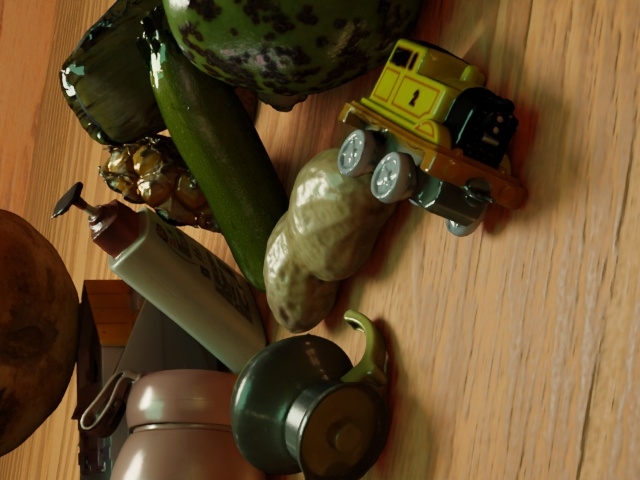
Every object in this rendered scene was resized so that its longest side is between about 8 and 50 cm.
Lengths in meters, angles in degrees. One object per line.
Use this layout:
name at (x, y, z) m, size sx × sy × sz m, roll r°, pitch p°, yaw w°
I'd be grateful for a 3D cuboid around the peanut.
peanut at (0.001, 0.000, 0.986) m, size 0.228 × 0.085 × 0.104 m, roll -58°, pitch 43°, yaw 44°

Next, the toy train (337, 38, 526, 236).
toy train at (0.089, -0.084, 0.822) m, size 0.127 × 0.089 × 0.219 m, roll -65°, pitch 26°, yaw 10°

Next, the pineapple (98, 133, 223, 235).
pineapple at (-0.148, -0.069, 1.197) m, size 0.076 × 0.224 × 0.225 m, roll -67°, pitch 27°, yaw 13°

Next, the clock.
clock at (-0.217, 0.173, 1.316) m, size 0.235 × 0.166 × 0.310 m, roll -27°, pitch 65°, yaw 61°

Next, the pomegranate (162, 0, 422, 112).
pomegranate at (-0.032, -0.238, 0.963) m, size 0.271 × 0.254 × 0.254 m, roll 103°, pitch 160°, yaw -46°

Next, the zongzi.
zongzi at (-0.164, -0.240, 1.233) m, size 0.323 × 0.160 × 0.360 m, roll -38°, pitch 15°, yaw -9°

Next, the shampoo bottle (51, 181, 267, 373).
shampoo bottle at (-0.182, 0.024, 1.152) m, size 0.071 × 0.284 × 0.153 m, roll -42°, pitch 35°, yaw 13°

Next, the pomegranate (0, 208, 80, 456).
pomegranate at (-0.439, 0.113, 1.249) m, size 0.322 × 0.322 × 0.322 m, roll -171°, pitch 90°, yaw -66°

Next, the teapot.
teapot at (0.000, 0.137, 0.919) m, size 0.166 × 0.130 × 0.119 m, roll -52°, pitch 38°, yaw -12°

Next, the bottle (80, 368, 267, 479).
bottle at (-0.155, 0.282, 1.092) m, size 0.173 × 0.206 × 0.297 m, roll 60°, pitch -150°, yaw -69°

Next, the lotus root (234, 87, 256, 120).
lotus root at (-0.140, -0.171, 1.362) m, size 0.122 × 0.081 × 0.112 m, roll -118°, pitch 42°, yaw -53°

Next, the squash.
squash at (-0.098, -0.086, 1.063) m, size 0.332 × 0.087 × 0.087 m, roll 63°, pitch 167°, yaw -23°
